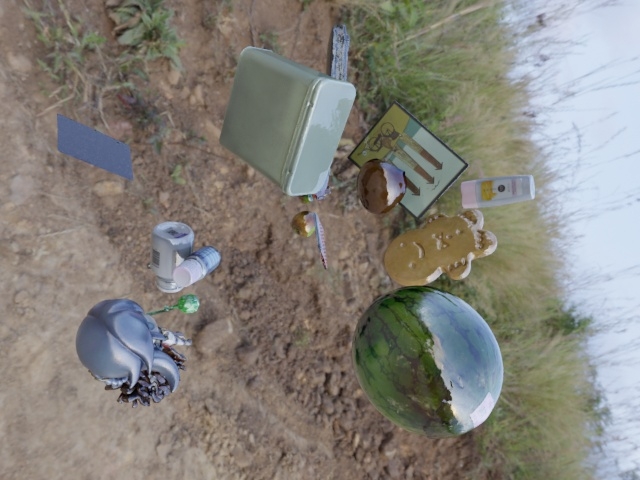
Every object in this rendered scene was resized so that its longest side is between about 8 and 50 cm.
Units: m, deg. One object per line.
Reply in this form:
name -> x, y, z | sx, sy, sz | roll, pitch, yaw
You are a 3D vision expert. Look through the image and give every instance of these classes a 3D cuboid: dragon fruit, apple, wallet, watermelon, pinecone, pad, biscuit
dragon fruit -> -0.045, -0.286, 2.120 | 0.295, 0.130, 0.268 | -3, 99, -71
apple -> -0.066, -0.073, 2.042 | 0.099, 0.102, 0.114 | 40, -22, 14
wallet -> 0.000, 0.000, 1.787 | 0.103, 0.020, 0.196 | 67, 11, -46
watermelon -> 0.244, 0.276, 1.166 | 0.363, 0.363, 0.363 | -22, 90, -87
pinecone -> -0.666, 0.474, 1.847 | 0.298, 0.296, 0.242 | 26, 4, 12
pad -> -0.936, -0.385, 2.080 | 0.330, 0.004, 0.220 | 24, 39, -48
biscuit -> 0.374, 0.021, 1.604 | 0.052, 0.355, 0.275 | 58, 16, -44

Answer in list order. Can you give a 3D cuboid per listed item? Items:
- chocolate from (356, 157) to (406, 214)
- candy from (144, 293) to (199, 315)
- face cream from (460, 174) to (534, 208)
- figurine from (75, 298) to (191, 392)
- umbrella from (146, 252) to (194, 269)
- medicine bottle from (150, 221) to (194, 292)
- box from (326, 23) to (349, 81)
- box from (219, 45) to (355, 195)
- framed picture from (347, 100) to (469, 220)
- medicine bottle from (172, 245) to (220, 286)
chocolate -> 0.181, -0.163, 1.538 | 0.177, 0.177, 0.177 | -22, 90, -87
candy -> -0.730, 0.324, 2.330 | 0.097, 0.323, 0.097 | 166, -90, -84
face cream -> 0.503, -0.142, 1.426 | 0.057, 0.198, 0.084 | 4, 81, -58
figurine -> -0.415, 0.233, 1.114 | 0.265, 0.175, 0.197 | 56, 41, -41
umbrella -> -0.634, 0.099, 2.198 | 0.071, 0.248, 0.071 | 24, -61, 54
medicine bottle -> -0.488, 0.059, 1.632 | 0.135, 0.135, 0.215 | -106, -155, -58
box -> 0.068, -0.728, 2.128 | 0.359, 0.091, 0.350 | -93, -175, -70
box -> -0.117, -0.369, 1.519 | 0.344, 0.352, 0.177 | 35, 29, 28
framed picture -> 0.281, -0.260, 1.631 | 0.324, 0.244, 0.013 | 43, 17, 10
medicine bottle -> -0.379, 0.080, 1.528 | 0.203, 0.083, 0.083 | -58, 127, -71
